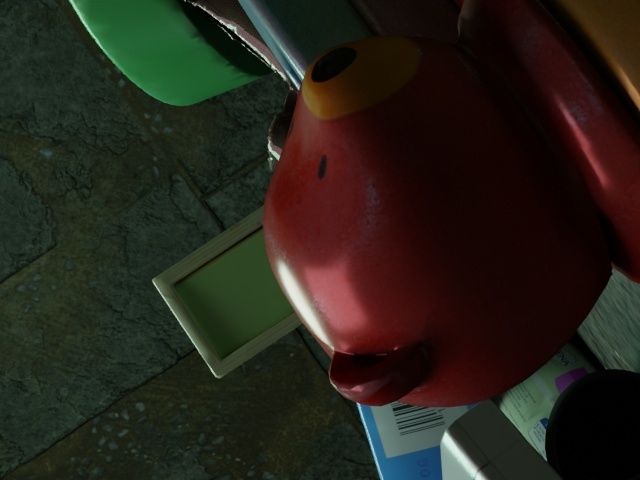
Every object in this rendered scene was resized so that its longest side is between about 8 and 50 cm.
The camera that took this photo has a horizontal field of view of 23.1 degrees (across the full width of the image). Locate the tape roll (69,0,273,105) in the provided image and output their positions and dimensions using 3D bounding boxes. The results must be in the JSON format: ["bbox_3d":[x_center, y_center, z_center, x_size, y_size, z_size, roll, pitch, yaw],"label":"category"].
[{"bbox_3d":[-0.132,-0.268,1.233,0.321,0.077,0.321,54,-155,-40],"label":"tape roll"}]

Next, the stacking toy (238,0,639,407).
[{"bbox_3d":[-0.005,-0.095,0.494,0.279,0.130,0.309,56,-179,-14],"label":"stacking toy"}]

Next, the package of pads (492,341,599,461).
[{"bbox_3d":[0.270,0.253,1.279,0.296,0.101,0.229,55,-177,-29],"label":"package of pads"}]

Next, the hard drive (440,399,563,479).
[{"bbox_3d":[0.199,0.278,0.937,0.353,0.047,0.233,49,164,28],"label":"hard drive"}]

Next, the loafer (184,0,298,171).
[{"bbox_3d":[0.027,-0.073,1.107,0.366,0.130,0.134,57,-178,8],"label":"loafer"}]

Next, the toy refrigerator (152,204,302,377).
[{"bbox_3d":[0.000,0.000,1.325,0.102,0.269,0.094,57,-179,1],"label":"toy refrigerator"}]

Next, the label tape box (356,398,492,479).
[{"bbox_3d":[0.114,0.142,1.464,0.347,0.115,0.249,-59,-49,-80],"label":"label tape box"}]

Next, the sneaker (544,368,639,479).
[{"bbox_3d":[0.223,0.205,0.958,0.295,0.105,0.147,62,-171,27],"label":"sneaker"}]
